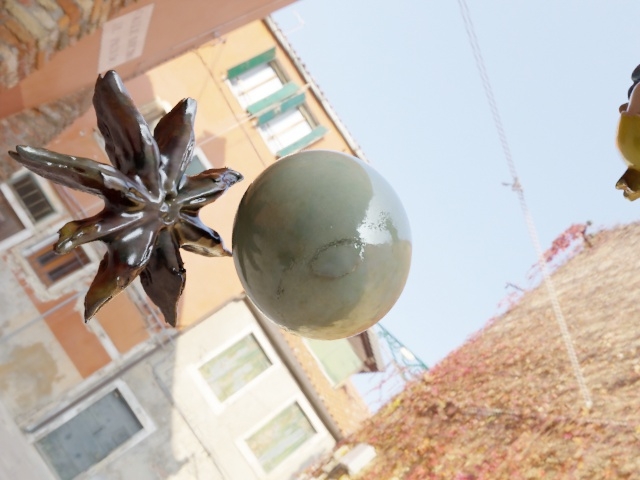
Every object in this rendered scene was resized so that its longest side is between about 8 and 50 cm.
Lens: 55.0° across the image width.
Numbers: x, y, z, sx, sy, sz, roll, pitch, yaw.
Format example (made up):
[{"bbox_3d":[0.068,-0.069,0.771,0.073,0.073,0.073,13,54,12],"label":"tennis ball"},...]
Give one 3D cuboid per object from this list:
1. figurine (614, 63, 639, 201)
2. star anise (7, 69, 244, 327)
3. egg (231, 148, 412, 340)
[{"bbox_3d":[0.396,-0.155,0.642,0.127,0.234,0.185,40,-5,9],"label":"figurine"},{"bbox_3d":[-0.188,-0.035,0.653,0.088,0.288,0.288,-1,-56,34],"label":"star anise"},{"bbox_3d":[0.000,0.000,0.645,0.253,0.186,0.187,-115,-179,-68],"label":"egg"}]
